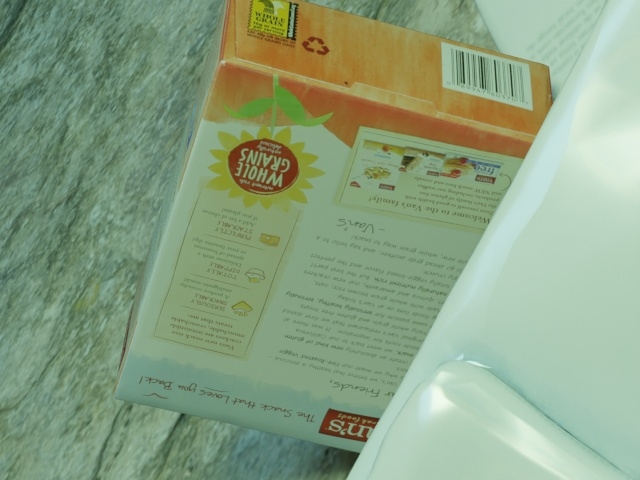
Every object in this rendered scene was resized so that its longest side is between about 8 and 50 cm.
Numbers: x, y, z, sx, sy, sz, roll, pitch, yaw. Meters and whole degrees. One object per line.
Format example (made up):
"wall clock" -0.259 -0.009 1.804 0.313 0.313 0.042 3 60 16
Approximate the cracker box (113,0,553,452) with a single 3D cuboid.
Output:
"cracker box" 0.000 0.000 0.817 0.067 0.155 0.232 -87 14 -47

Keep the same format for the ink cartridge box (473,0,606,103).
"ink cartridge box" 0.252 -0.078 0.703 0.308 0.091 0.385 -42 46 24

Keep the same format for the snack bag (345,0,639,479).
"snack bag" 0.151 0.106 0.395 0.323 0.037 0.343 31 99 21
